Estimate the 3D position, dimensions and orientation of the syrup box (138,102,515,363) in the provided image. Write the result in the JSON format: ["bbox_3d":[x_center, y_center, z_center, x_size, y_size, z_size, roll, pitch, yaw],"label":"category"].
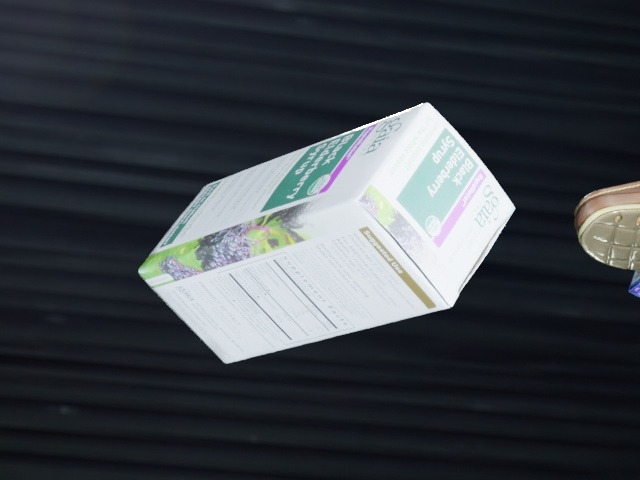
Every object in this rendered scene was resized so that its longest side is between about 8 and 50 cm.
[{"bbox_3d":[0.000,0.000,1.224,0.237,0.096,0.093,-18,-150,50],"label":"syrup box"}]

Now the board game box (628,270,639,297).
[{"bbox_3d":[0.345,-0.047,1.609,0.160,0.047,0.210,-67,-170,-26],"label":"board game box"}]

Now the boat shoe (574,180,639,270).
[{"bbox_3d":[0.233,-0.021,1.267,0.064,0.178,0.060,-56,-132,43],"label":"boat shoe"}]
